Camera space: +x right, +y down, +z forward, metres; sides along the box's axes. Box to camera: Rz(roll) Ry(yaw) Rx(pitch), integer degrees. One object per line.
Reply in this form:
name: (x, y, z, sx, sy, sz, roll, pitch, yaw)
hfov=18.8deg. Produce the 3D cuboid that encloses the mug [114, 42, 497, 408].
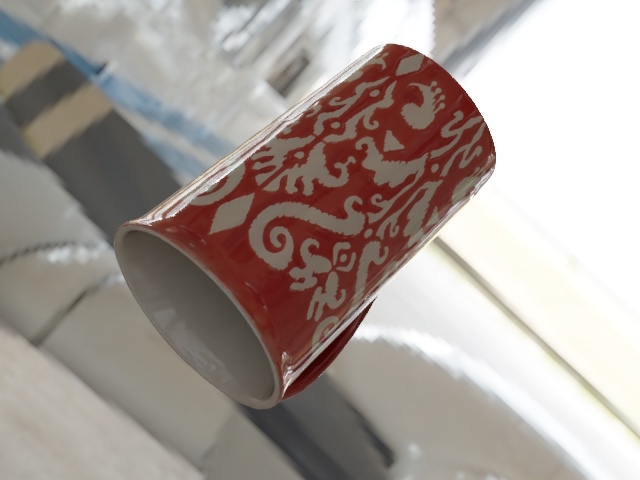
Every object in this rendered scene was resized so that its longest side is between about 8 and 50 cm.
mug: (-0.006, -0.008, 0.965, 0.113, 0.169, 0.150, 46, -23, 6)
